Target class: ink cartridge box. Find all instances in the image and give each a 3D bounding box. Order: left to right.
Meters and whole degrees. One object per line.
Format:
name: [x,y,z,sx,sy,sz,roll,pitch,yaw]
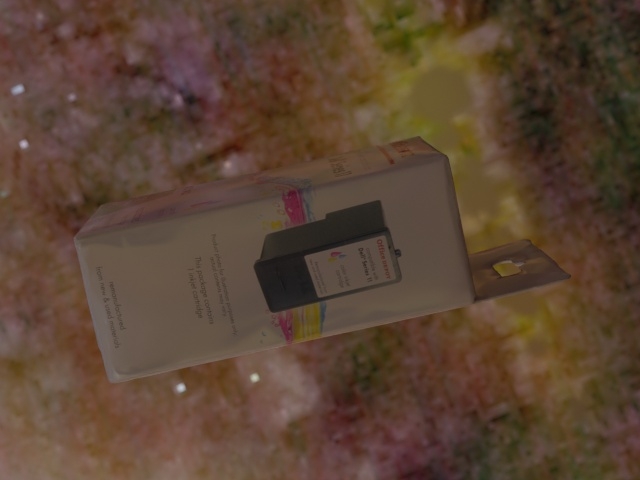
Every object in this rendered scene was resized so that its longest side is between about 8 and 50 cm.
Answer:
ink cartridge box: [0.000,0.000,1.220,0.207,0.353,0.119,-110,8,-81]
